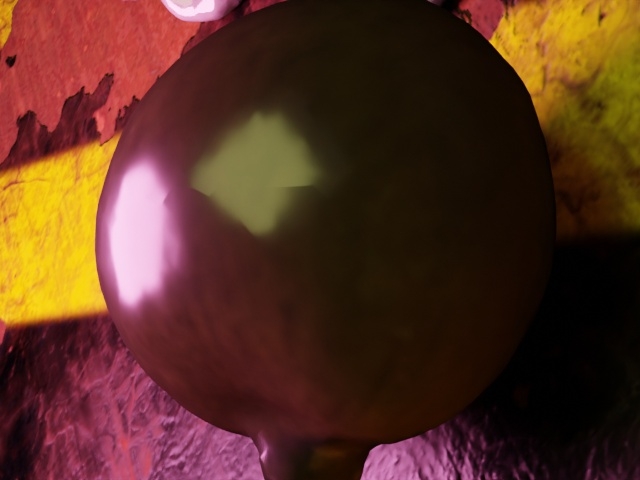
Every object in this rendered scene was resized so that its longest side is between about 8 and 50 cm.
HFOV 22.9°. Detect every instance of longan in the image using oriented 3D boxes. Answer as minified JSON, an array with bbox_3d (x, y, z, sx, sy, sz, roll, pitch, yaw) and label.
[{"bbox_3d":[0.000,0.000,0.914,0.300,0.243,0.300,-28,57,57],"label":"longan"}]

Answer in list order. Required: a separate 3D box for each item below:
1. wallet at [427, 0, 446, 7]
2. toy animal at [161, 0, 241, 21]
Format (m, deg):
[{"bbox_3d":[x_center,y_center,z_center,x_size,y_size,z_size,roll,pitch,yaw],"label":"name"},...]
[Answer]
[{"bbox_3d":[0.050,-0.179,1.162,0.244,0.025,0.124,-47,37,27],"label":"wallet"},{"bbox_3d":[-0.092,-0.337,1.346,0.249,0.174,0.289,-48,36,47],"label":"toy animal"}]
